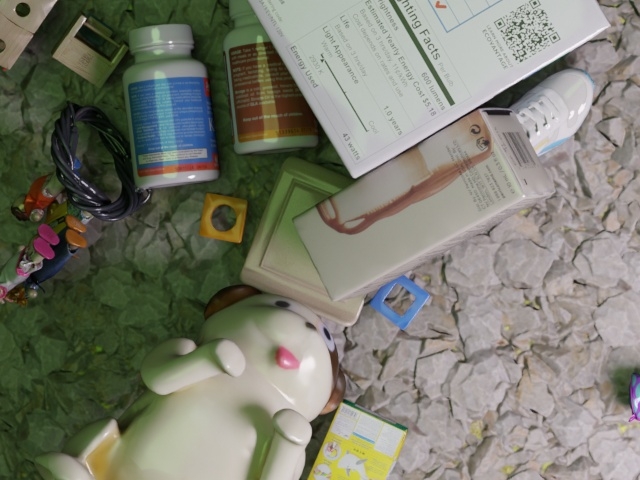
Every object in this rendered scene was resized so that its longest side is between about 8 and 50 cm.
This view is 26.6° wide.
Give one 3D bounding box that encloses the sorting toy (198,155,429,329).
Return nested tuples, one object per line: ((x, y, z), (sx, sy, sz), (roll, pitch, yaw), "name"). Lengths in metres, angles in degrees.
((0.000, 0.000, 1.912), (0.348, 0.047, 0.196), (23, 91, 9), "sorting toy")

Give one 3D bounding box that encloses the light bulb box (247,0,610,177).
((0.114, -0.325, 1.694), (0.361, 0.225, 0.358), (-30, 95, 11), "light bulb box")

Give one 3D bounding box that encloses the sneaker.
((0.276, -0.146, 1.828), (0.229, 0.092, 0.087), (-40, 84, 10), "sneaker")

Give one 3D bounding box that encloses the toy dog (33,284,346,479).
((-0.132, 0.253, 1.810), (0.284, 0.395, 0.408), (39, 71, 6), "toy dog")

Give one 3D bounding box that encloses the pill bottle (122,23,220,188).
((-0.213, -0.188, 1.906), (0.124, 0.124, 0.221), (-6, 91, 11), "pill bottle")

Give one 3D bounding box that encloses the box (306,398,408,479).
((0.043, 0.327, 1.914), (0.105, 0.043, 0.179), (24, 94, 9), "box")

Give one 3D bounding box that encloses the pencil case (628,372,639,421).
((0.490, 0.213, 1.812), (0.152, 0.064, 0.070), (1, 67, 11), "pencil case")

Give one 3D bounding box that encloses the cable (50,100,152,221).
((-0.323, -0.113, 1.919), (0.047, 0.150, 0.184), (-26, 95, 39), "cable")

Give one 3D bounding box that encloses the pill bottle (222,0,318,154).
((-0.071, -0.231, 1.878), (0.121, 0.121, 0.216), (-6, 91, 11), "pill bottle")

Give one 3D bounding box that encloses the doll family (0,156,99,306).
((-0.387, 0.012, 1.917), (0.118, 0.263, 0.163), (37, 125, -24), "doll family")

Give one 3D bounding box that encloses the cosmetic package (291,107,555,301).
((0.133, -0.046, 1.753), (0.296, 0.153, 0.129), (-30, 83, 23), "cosmetic package")

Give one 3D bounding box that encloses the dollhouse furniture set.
((-0.394, -0.292, 1.958), (0.184, 0.129, 0.129), (34, 99, -22), "dollhouse furniture set")
